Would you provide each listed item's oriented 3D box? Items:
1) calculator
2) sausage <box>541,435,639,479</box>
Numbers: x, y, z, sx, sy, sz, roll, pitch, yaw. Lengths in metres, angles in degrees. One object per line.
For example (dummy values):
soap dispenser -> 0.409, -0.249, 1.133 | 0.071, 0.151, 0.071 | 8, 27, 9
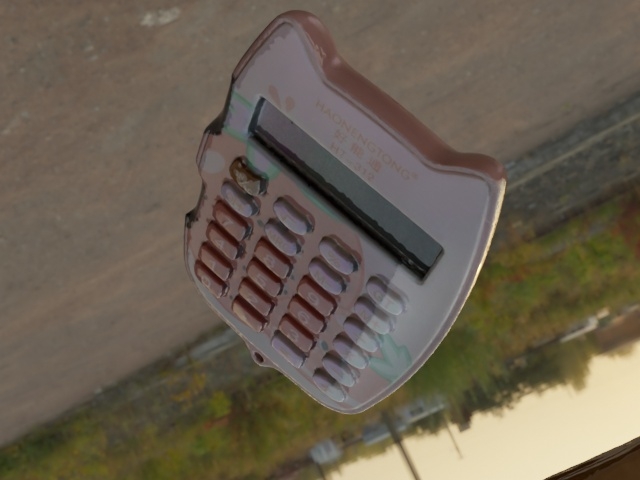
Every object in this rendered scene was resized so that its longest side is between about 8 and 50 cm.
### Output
calculator -> 0.000, 0.000, 0.745 | 0.048, 0.220, 0.330 | -43, 168, -39
sausage -> 0.087, 0.130, 0.349 | 0.328, 0.112, 0.112 | -27, 170, 7
